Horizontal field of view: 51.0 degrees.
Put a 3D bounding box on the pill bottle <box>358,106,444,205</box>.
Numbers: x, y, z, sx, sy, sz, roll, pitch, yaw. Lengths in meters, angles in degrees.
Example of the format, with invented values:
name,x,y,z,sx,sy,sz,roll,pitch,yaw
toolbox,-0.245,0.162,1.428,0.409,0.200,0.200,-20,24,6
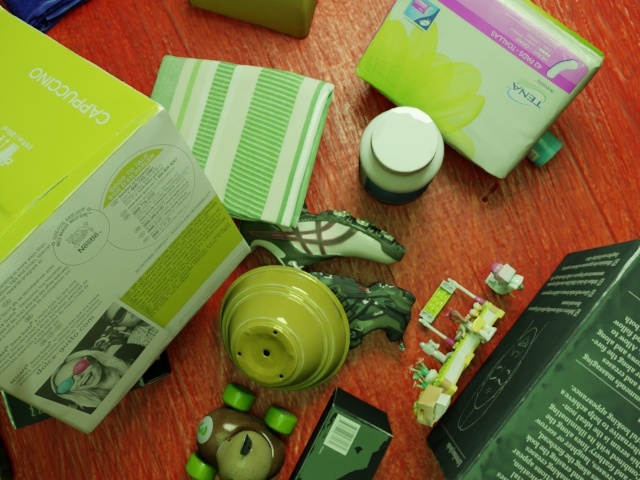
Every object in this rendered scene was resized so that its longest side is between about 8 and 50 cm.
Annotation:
name,x,y,z,sx,sy,sz,roll,pitch,yaw
pill bottle,0.119,-0.126,1.009,0.124,0.221,0.124,0,86,2

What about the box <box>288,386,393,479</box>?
name,x,y,z,sx,sy,sz,roll,pitch,yaw
box,0.004,0.366,0.997,0.103,0.184,0.261,27,88,2

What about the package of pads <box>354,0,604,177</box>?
name,x,y,z,sx,sy,sz,roll,pitch,yaw
package of pads,0.224,-0.259,0.998,0.296,0.101,0.229,36,125,3

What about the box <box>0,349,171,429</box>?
name,x,y,z,sx,sy,sz,roll,pitch,yaw
box,-0.361,0.198,1.042,0.207,0.153,0.108,-19,85,2

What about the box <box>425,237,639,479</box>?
name,x,y,z,sx,sy,sz,roll,pitch,yaw
box,0.358,0.220,0.936,0.212,0.293,0.395,39,89,5

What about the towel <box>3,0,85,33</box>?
name,x,y,z,sx,sy,sz,roll,pitch,yaw
towel,-0.490,-0.531,1.141,0.227,0.076,0.308,-35,85,-1

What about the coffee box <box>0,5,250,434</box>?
name,x,y,z,sx,sy,sz,roll,pitch,yaw
coffee box,-0.356,-0.024,0.866,0.337,0.334,0.338,33,72,28

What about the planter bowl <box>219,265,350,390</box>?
name,x,y,z,sx,sy,sz,roll,pitch,yaw
planter bowl,-0.070,0.155,1.022,0.217,0.090,0.217,5,110,14

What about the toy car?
name,x,y,z,sx,sy,sz,roll,pitch,yaw
toy car,-0.129,0.319,1.003,0.149,0.188,0.155,27,87,4

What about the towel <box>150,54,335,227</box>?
name,x,y,z,sx,sy,sz,roll,pitch,yaw
towel,-0.151,-0.161,1.065,0.325,0.038,0.248,13,85,26

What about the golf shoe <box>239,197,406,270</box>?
name,x,y,z,sx,sy,sz,roll,pitch,yaw
golf shoe,0.000,0.000,1.074,0.273,0.105,0.120,19,94,13

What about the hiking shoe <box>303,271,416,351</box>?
name,x,y,z,sx,sy,sz,roll,pitch,yaw
hiking shoe,0.033,0.114,1.063,0.227,0.086,0.114,9,85,4

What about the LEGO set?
name,x,y,z,sx,sy,sz,roll,pitch,yaw
LEGO set,0.191,0.150,1.030,0.107,0.132,0.287,36,66,10

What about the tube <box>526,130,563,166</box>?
name,x,y,z,sx,sy,sz,roll,pitch,yaw
tube,0.299,-0.207,1.088,0.207,0.080,0.052,44,48,2

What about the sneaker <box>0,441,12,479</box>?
name,x,y,z,sx,sy,sz,roll,pitch,yaw
sneaker,-0.600,0.301,1.073,0.118,0.107,0.279,-20,83,10

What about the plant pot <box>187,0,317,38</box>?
name,x,y,z,sx,sy,sz,roll,pitch,yaw
plant pot,-0.089,-0.473,1.048,0.212,0.187,0.212,15,87,-4
